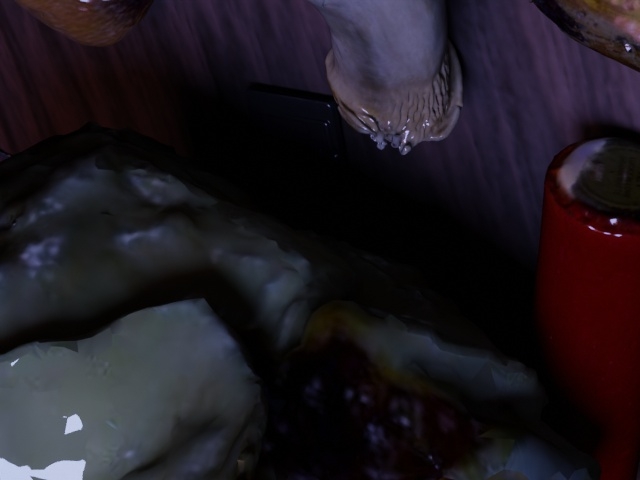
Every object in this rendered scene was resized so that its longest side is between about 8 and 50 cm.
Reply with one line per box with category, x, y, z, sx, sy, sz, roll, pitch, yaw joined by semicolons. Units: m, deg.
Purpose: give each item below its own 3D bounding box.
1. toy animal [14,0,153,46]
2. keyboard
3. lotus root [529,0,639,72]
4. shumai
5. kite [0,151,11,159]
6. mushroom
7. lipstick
toy animal;-0.150;-0.194;1.054;0.179;0.089;0.188;-16;113;28
keyboard;0.000;0.000;1.136;0.061;0.013;0.204;13;130;33
lotus root;0.165;-0.126;0.815;0.209;0.120;0.120;27;137;17
shumai;-0.032;0.130;1.011;0.348;0.395;0.395;0;123;33
kite;-0.179;0.020;1.307;0.160;0.010;0.183;28;138;19
mushroom;0.014;-0.125;0.917;0.092;0.081;0.223;-17;144;20
lipstick;0.144;0.057;1.012;0.080;0.080;0.241;24;135;23
